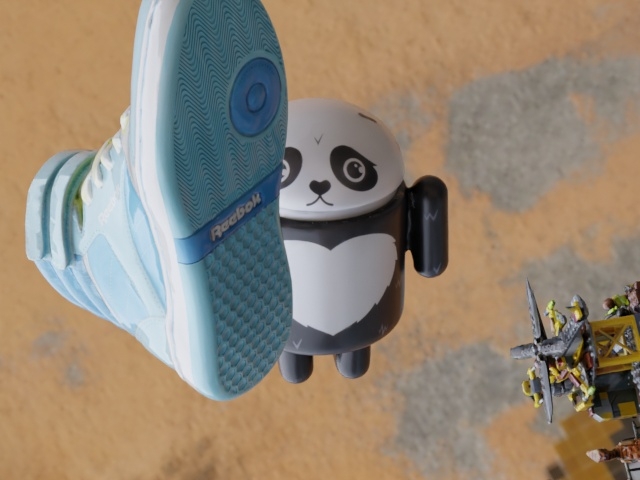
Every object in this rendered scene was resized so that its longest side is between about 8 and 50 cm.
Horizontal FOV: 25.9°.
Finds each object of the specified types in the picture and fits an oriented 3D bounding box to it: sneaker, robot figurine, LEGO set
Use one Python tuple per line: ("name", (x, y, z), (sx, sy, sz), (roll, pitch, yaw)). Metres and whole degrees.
("sneaker", (-0.131, -0.052, 0.949), (0.208, 0.127, 0.319), (23, 129, 32))
("robot figurine", (-0.002, 0.001, 1.342), (0.173, 0.209, 0.278), (24, 127, 38))
("LEGO set", (0.208, 0.197, 1.086), (0.255, 0.192, 0.331), (119, 143, -78))
